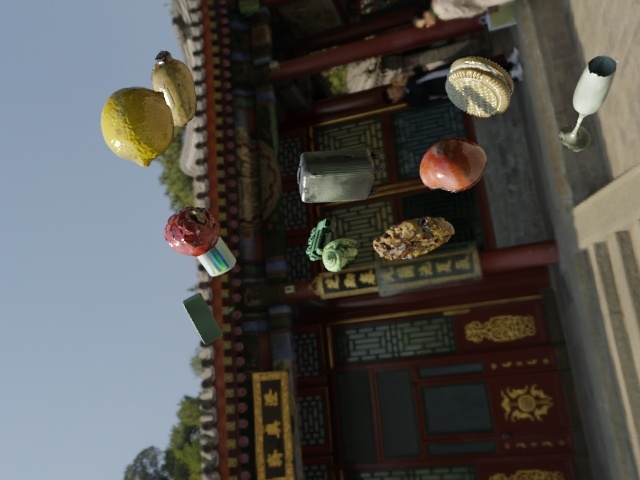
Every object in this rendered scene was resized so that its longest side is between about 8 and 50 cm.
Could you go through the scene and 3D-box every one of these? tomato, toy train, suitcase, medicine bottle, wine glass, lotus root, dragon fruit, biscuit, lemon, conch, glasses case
[{"bbox_3d":[0.414,-0.265,1.772,0.112,0.228,0.199,47,-115,-42],"label":"tomato"},{"bbox_3d":[0.000,0.000,2.242,0.071,0.111,0.170,29,-125,-23],"label":"toy train"},{"bbox_3d":[0.070,-0.243,2.087,0.202,0.312,0.128,99,165,-58],"label":"suitcase"},{"bbox_3d":[-0.452,0.030,2.243,0.229,0.121,0.083,58,-159,-22],"label":"medicine bottle"},{"bbox_3d":[0.549,-0.280,1.135,0.262,0.074,0.074,61,-156,-65],"label":"wine glass"},{"bbox_3d":[-0.549,-0.567,2.064,0.146,0.160,0.284,-67,-25,-48],"label":"lotus root"},{"bbox_3d":[-0.423,-0.031,1.833,0.172,0.209,0.172,14,-111,-39],"label":"dragon fruit"},{"bbox_3d":[0.384,0.003,2.279,0.289,0.334,0.081,31,-137,-54],"label":"biscuit"},{"bbox_3d":[-0.591,-0.371,1.793,0.228,0.228,0.253,37,-133,-67],"label":"lemon"},{"bbox_3d":[0.563,-0.542,1.966,0.079,0.259,0.259,-62,-29,-16],"label":"biscuit"},{"bbox_3d":[0.070,0.028,1.510,0.079,0.106,0.170,56,-147,9],"label":"conch"},{"bbox_3d":[-0.431,0.286,2.020,0.184,0.078,0.039,67,166,-20],"label":"glasses case"}]
